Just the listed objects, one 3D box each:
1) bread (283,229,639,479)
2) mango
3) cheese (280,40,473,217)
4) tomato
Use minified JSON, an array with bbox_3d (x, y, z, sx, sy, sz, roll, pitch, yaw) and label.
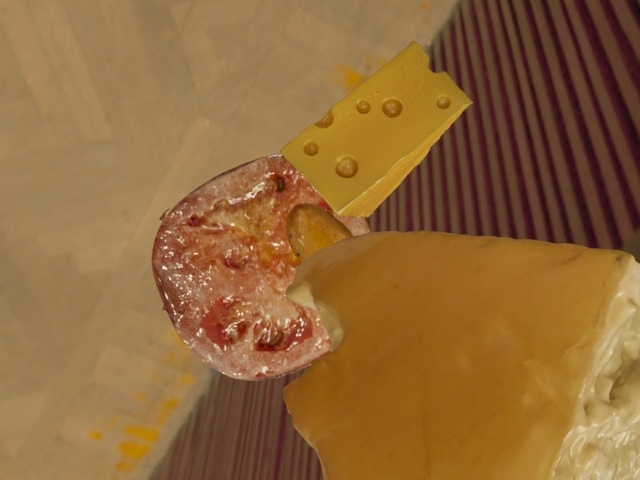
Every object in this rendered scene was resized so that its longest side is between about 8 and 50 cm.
[{"bbox_3d":[0.080,0.114,0.577,0.183,0.224,0.211,25,82,-39],"label":"bread"},{"bbox_3d":[0.000,0.000,1.506,0.079,0.057,0.114,-36,96,-3],"label":"mango"},{"bbox_3d":[0.064,-0.114,1.159,0.171,0.126,0.093,-43,78,11],"label":"cheese"},{"bbox_3d":[-0.085,0.038,1.670,0.338,0.143,0.339,-1,94,-11],"label":"tomato"}]
